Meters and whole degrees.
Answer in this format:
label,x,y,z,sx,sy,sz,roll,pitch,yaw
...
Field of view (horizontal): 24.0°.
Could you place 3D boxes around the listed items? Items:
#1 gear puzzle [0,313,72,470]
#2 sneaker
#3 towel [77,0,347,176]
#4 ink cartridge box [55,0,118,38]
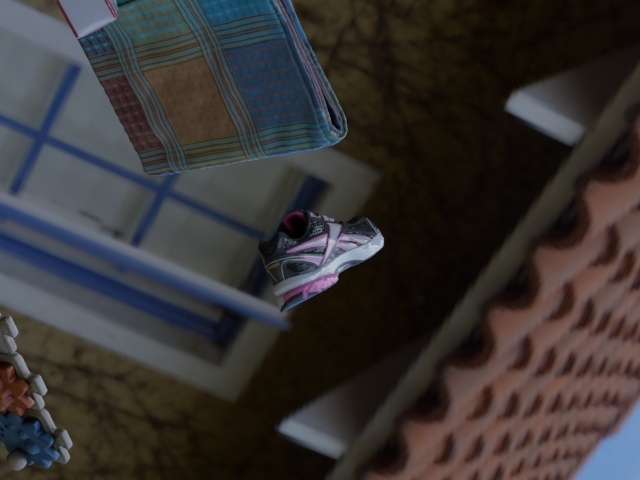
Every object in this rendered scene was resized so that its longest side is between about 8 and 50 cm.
label,x,y,z,sx,sy,sz,roll,pitch,yaw
gear puzzle,-0.367,0.104,1.487,0.044,0.175,0.339,-53,140,-38
sneaker,0.000,0.000,1.443,0.072,0.077,0.178,-27,-176,27
towel,-0.156,-0.219,1.985,0.370,0.271,0.040,-8,-155,41
ink cartridge box,-0.289,-0.302,1.806,0.056,0.099,0.135,-28,-165,0
